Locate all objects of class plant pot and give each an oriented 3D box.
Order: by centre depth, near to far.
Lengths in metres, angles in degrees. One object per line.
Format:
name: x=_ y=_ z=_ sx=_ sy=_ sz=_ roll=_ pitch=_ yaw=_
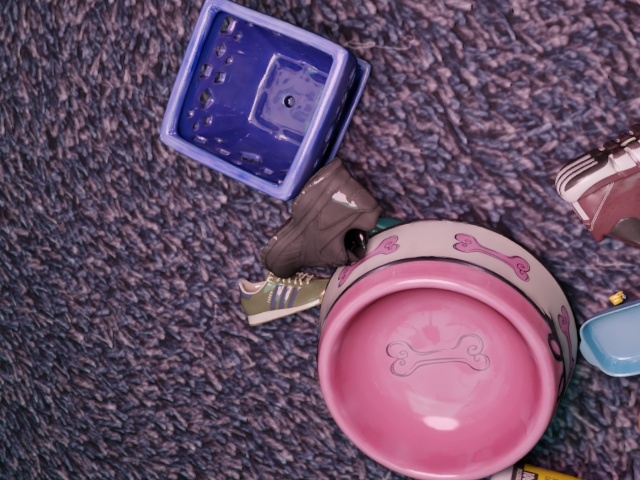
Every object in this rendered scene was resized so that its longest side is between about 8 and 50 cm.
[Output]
plant pot: x=-0.069 y=-0.217 z=1.151 sx=0.236 sy=0.212 sz=0.236 roll=27 pitch=108 yaw=14

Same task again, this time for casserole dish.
casserole dish: x=0.473 y=0.133 z=1.095 sx=0.188 sy=0.037 sz=0.114 roll=-26 pitch=105 yaw=35

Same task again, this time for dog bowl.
dog bowl: x=0.176 y=0.181 z=1.130 sx=0.408 sy=0.150 sz=0.408 roll=6 pitch=113 yaw=14

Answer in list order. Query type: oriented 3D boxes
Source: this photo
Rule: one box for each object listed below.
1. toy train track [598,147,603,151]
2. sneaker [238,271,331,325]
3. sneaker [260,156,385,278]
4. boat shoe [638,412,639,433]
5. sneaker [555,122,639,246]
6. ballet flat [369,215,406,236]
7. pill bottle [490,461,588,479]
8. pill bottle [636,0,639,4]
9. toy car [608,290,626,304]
toy train track: x=0.424 y=-0.097 z=1.109 sx=0.048 sy=0.014 sz=0.083 roll=-15 pitch=100 yaw=14
sneaker: x=-0.059 y=0.079 z=1.278 sx=0.192 sy=0.064 sz=0.086 roll=-20 pitch=97 yaw=24
sneaker: x=0.000 y=0.000 z=1.137 sx=0.130 sy=0.109 sz=0.286 roll=40 pitch=147 yaw=2
boat shoe: x=0.537 y=0.325 z=1.119 sx=0.064 sy=0.060 sz=0.178 roll=-37 pitch=73 yaw=24
sneaker: x=0.490 y=-0.089 z=1.056 sx=0.281 sy=0.106 sz=0.162 roll=-28 pitch=107 yaw=19
ballet flat: x=0.052 y=-0.018 z=1.217 sx=0.247 sy=0.083 sz=0.087 roll=26 pitch=115 yaw=14
pill bottle: x=0.409 y=0.457 z=1.117 sx=0.334 sy=0.188 sz=0.188 roll=11 pitch=103 yaw=17
pill bottle: x=0.503 y=-0.438 z=0.938 sx=0.301 sy=0.169 sz=0.169 roll=-42 pitch=84 yaw=21
toy car: x=0.493 y=0.096 z=1.103 sx=0.122 sy=0.040 sz=0.060 roll=-18 pitch=93 yaw=21
